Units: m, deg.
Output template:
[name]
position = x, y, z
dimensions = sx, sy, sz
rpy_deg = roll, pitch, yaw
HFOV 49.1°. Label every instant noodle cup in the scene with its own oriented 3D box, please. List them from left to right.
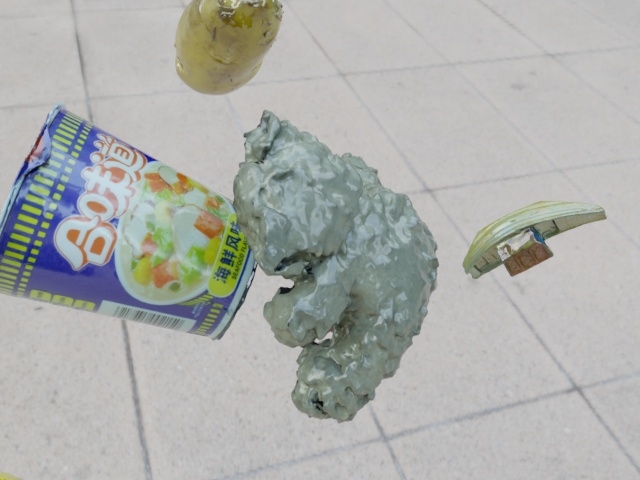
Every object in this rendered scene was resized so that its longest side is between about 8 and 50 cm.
[instant noodle cup]
position = -0.253, -0.003, 0.954
dimensions = 0.312, 0.284, 0.284
rpy_deg = 22, 35, -18

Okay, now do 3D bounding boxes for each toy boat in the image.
[toy boat]
position = 0.249, -0.002, 0.831
dimensions = 0.172, 0.065, 0.066
rpy_deg = -29, 61, 17

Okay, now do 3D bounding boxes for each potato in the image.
[potato]
position = -0.174, -0.372, 1.287
dimensions = 0.173, 0.300, 0.140
rpy_deg = 17, 66, -20

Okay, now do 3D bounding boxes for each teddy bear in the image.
[teddy bear]
position = 0.000, 0.000, 0.917
dimensions = 0.225, 0.367, 0.357
rpy_deg = -22, 35, 33

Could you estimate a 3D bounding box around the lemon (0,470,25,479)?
[lemon]
position = -0.351, 0.341, 0.626
dimensions = 0.236, 0.236, 0.263
rpy_deg = -2, 38, -9
